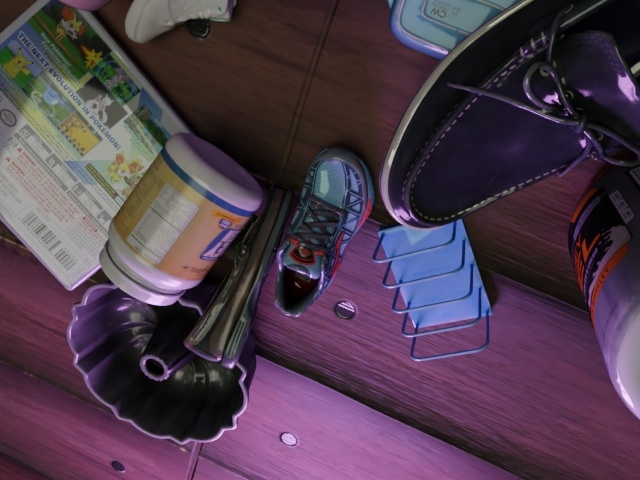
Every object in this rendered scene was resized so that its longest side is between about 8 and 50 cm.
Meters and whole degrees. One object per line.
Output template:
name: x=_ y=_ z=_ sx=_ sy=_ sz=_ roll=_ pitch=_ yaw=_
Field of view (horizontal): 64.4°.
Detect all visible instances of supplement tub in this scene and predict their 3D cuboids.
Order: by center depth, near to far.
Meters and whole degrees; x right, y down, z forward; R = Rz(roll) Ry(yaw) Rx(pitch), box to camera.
supplement tub: x=0.358 y=0.028 z=0.495 sx=0.194 sy=0.316 sz=0.193 roll=7 pitch=116 yaw=15
supplement tub: x=-0.188 y=-0.026 z=0.682 sx=0.144 sy=0.144 sz=0.199 roll=39 pitch=103 yaw=-3

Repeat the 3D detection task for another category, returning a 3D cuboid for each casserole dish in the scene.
casserole dish: x=0.164 y=-0.259 z=0.578 sx=0.189 sy=0.037 sz=0.114 roll=24 pitch=119 yaw=6

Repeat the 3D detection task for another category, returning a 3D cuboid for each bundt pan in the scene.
bundt pan: x=-0.253 y=0.182 z=0.872 sx=0.331 sy=0.124 sz=0.330 roll=7 pitch=116 yaw=14

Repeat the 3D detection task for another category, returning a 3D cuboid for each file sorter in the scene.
file sorter: x=0.155 y=0.064 z=0.698 sx=0.118 sy=0.104 sz=0.170 roll=-16 pitch=109 yaw=23

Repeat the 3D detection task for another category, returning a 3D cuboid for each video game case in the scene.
video game case: x=-0.364 y=-0.140 z=0.738 sx=0.300 sy=0.036 sz=0.329 roll=-38 pitch=100 yaw=5

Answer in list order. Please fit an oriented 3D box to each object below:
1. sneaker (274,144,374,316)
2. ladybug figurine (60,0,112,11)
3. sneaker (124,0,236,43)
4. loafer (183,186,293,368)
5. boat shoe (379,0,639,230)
sneaker: x=0.000 y=0.000 z=0.703 sx=0.104 sy=0.125 sz=0.261 roll=20 pitch=119 yaw=6
ladybug figurine: x=-0.306 y=-0.442 z=0.466 sx=0.162 sy=0.304 sz=0.449 roll=-22 pitch=146 yaw=7
sneaker: x=-0.157 y=-0.305 z=0.639 sx=0.212 sy=0.080 sz=0.094 roll=-33 pitch=114 yaw=27
loafer: x=-0.114 y=0.042 z=0.716 sx=0.084 sy=0.096 sz=0.267 roll=19 pitch=84 yaw=-2
boat shoe: x=0.260 y=-0.159 z=0.509 sx=0.187 sy=0.155 sz=0.500 roll=36 pitch=122 yaw=-29
